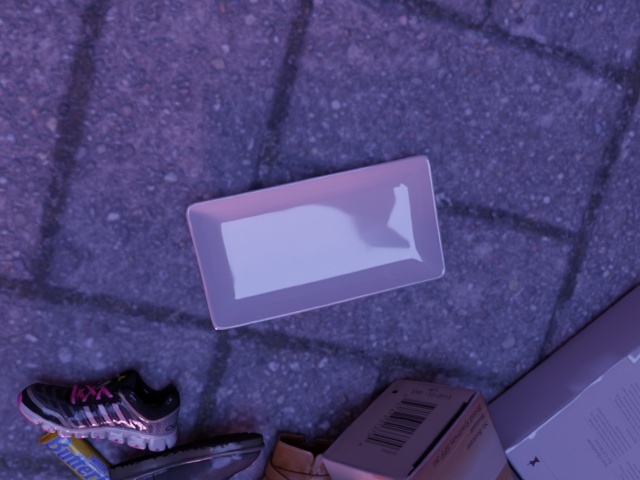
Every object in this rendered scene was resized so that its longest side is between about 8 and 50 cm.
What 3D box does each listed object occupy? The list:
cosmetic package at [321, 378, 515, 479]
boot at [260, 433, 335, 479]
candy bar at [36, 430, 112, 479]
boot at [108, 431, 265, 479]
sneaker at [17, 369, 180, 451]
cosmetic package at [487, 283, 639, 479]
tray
[{"bbox_3d":[0.142,0.325,0.668,0.153,0.129,0.296,-36,110,-37],"label":"cosmetic package"},{"bbox_3d":[0.017,0.316,0.700,0.197,0.073,0.152,13,94,-15],"label":"boot"},{"bbox_3d":[-0.252,0.265,0.666,0.040,0.018,0.161,-37,106,-2],"label":"candy bar"},{"bbox_3d":[-0.131,0.329,0.642,0.190,0.076,0.208,-16,79,3],"label":"boot"},{"bbox_3d":[-0.227,0.169,0.629,0.170,0.063,0.074,19,97,-19],"label":"sneaker"},{"bbox_3d":[0.418,0.287,0.755,0.284,0.097,0.377,-38,105,-3],"label":"cosmetic package"},{"bbox_3d":[0.000,0.000,0.654,0.270,0.030,0.145,-13,104,-8],"label":"tray"}]
